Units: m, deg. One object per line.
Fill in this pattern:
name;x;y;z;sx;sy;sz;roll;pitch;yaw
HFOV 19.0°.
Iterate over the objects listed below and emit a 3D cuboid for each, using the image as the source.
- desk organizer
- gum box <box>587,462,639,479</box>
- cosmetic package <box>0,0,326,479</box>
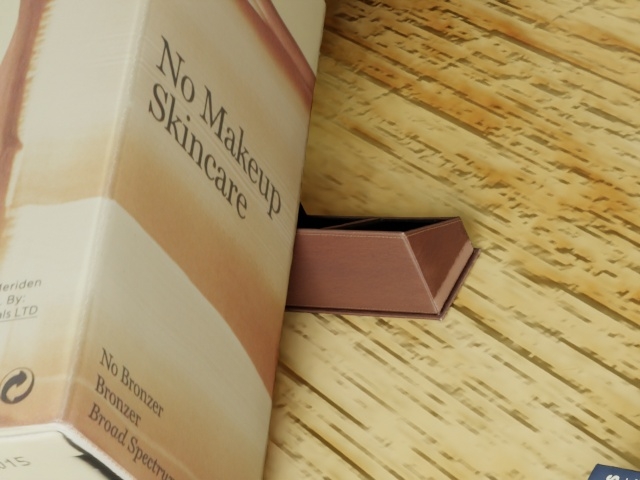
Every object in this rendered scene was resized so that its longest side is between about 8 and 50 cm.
desk organizer;0.000;0.000;0.864;0.130;0.050;0.047;2;43;33
gum box;0.139;0.151;0.590;0.184;0.041;0.157;6;46;36
cosmetic package;-0.095;-0.015;0.790;0.129;0.153;0.296;-10;55;24
